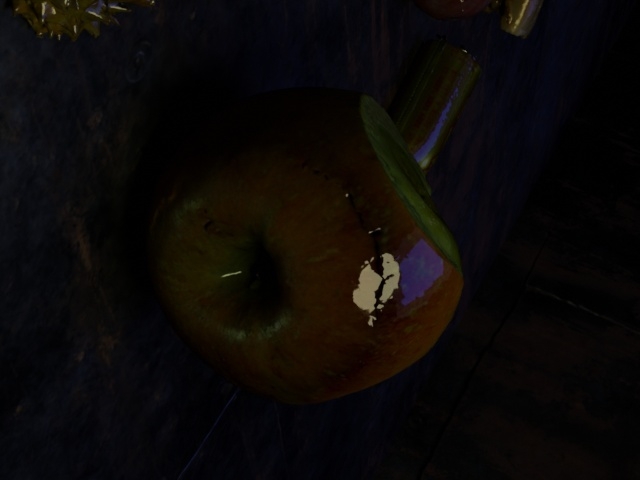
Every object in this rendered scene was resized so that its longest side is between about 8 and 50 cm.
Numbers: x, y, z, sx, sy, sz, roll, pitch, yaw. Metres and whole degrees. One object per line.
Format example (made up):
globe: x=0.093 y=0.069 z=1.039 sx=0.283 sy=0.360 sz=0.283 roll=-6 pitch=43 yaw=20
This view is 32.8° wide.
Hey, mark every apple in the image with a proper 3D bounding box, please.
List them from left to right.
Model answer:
apple: x=0.000 y=0.000 z=1.248 sx=0.374 sy=0.384 sz=0.374 roll=-41 pitch=141 yaw=-46

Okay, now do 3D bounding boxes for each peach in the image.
peach: x=0.206 y=-0.426 z=1.744 sx=0.152 sy=0.152 sz=0.152 roll=-53 pitch=157 yaw=-35

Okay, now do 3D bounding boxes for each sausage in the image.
sausage: x=0.173 y=-0.201 z=1.899 sx=0.317 sy=0.117 sz=0.125 roll=-63 pitch=167 yaw=-13

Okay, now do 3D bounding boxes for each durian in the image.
durian: x=-0.186 y=-0.232 z=0.959 sx=0.224 sy=0.078 sz=0.140 roll=2 pitch=110 yaw=-69

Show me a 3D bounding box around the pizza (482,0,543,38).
pizza: x=0.326 y=-0.516 z=1.855 sx=0.278 sy=0.114 sz=0.409 roll=142 pitch=-42 yaw=-69
